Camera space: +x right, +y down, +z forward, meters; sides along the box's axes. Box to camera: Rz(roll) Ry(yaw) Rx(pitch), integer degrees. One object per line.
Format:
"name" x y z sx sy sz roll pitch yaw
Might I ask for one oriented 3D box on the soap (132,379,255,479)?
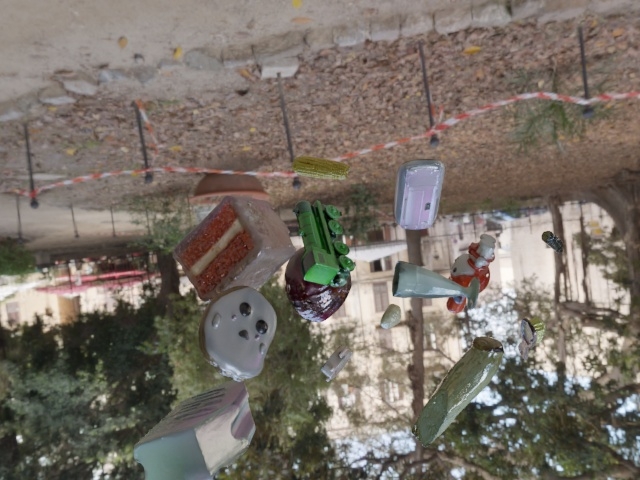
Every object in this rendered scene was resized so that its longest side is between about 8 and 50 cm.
"soap" -0.343 0.568 1.414 0.262 0.156 0.446 -18 178 3

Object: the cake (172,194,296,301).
"cake" -0.261 0.027 1.448 0.309 0.237 0.230 -43 163 21

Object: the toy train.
"toy train" 0.000 0.000 1.077 0.119 0.251 0.085 16 128 -30

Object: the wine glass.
"wine glass" 0.218 0.089 0.890 0.155 0.073 0.073 13 -178 0

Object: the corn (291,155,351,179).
"corn" -0.002 -0.236 1.517 0.207 0.067 0.067 12 -171 22

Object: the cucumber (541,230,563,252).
"cucumber" 0.632 0.004 1.252 0.135 0.033 0.034 21 169 -41

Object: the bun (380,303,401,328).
"bun" 0.302 0.326 1.962 0.069 0.115 0.115 27 -164 22

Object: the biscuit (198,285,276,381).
"biscuit" -0.176 0.197 1.034 0.181 0.208 0.049 39 144 -25

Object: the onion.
"onion" -0.026 0.165 2.017 0.282 0.336 0.260 -8 137 36

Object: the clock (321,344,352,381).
"clock" 0.069 0.536 2.053 0.063 0.229 0.156 37 -130 22

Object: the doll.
"doll" 0.494 0.115 1.540 0.130 0.290 0.161 23 -146 7

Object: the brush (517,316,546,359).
"brush" 0.677 0.317 1.486 0.067 0.071 0.312 -18 146 7

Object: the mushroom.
"mushroom" 0.326 0.367 1.124 0.087 0.333 0.107 43 -165 35

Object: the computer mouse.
"computer mouse" 0.266 -0.127 1.263 0.126 0.245 0.056 -1 -134 4
